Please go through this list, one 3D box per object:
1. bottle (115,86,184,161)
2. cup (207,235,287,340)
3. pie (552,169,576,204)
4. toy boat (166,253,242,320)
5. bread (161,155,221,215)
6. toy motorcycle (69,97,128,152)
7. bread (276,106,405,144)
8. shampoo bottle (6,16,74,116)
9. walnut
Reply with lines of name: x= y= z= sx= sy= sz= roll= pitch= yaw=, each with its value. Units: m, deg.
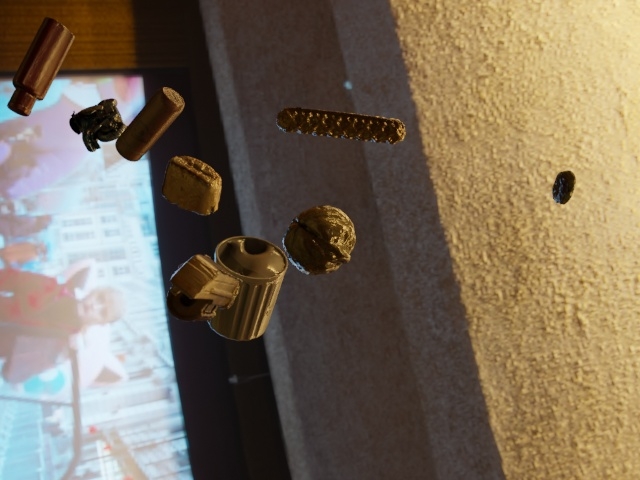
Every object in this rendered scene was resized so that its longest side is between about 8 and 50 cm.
bottle: x=-0.290 y=-0.195 z=1.322 sx=0.140 sy=0.053 sz=0.053 roll=-44 pitch=-127 yaw=22
cup: x=-0.156 y=0.113 z=1.840 sx=0.167 sy=0.221 sz=0.202 roll=51 pitch=-45 yaw=42
pie: x=0.540 y=-0.119 z=1.736 sx=0.084 sy=0.020 sz=0.084 roll=-169 pitch=-90 yaw=-79
toy boat: x=-0.157 y=0.067 z=1.023 sx=0.068 sy=0.088 sz=0.226 roll=38 pitch=-3 yaw=4
bread: x=-0.272 y=-0.120 z=1.691 sx=0.125 sy=0.082 sz=0.106 roll=29 pitch=-57 yaw=11
toy motorcycle: x=-0.562 y=-0.292 z=1.968 sx=0.254 sy=0.136 sz=0.092 roll=54 pitch=-12 yaw=55
bread: x=0.059 y=-0.322 z=2.190 sx=0.084 sy=0.368 sz=0.077 roll=-119 pitch=-145 yaw=-80
shampoo bottle: x=-0.746 y=-0.455 z=2.073 sx=0.064 sy=0.102 sz=0.260 roll=14 pitch=-104 yaw=26
walnut: x=0.000 y=0.000 z=0.900 sx=0.092 sy=0.092 sz=0.092 roll=28 pitch=-58 yaw=59
